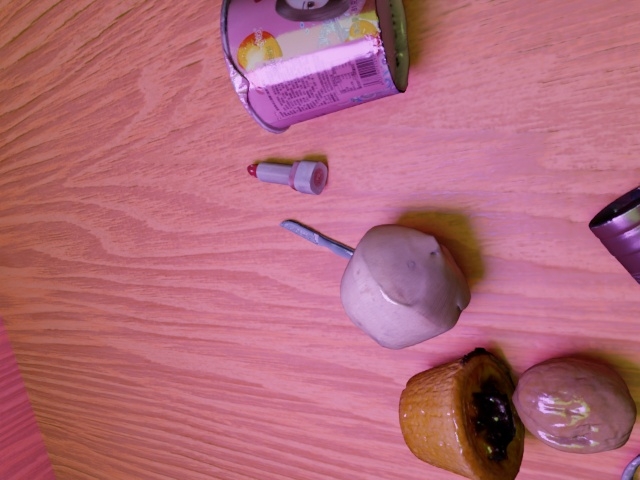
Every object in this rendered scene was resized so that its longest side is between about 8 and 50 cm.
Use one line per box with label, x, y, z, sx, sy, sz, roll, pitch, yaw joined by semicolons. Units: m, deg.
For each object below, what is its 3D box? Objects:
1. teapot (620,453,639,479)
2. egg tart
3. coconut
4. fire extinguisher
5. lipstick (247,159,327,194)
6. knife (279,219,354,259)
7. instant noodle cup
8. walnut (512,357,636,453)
teapot;0.559;0.431;0.584;0.270;0.200;0.337;48;127;41
egg tart;0.239;0.298;0.719;0.170;0.215;0.215;-23;92;43
coconut;0.142;0.073;0.708;0.224;0.224;0.224;9;108;28
fire extinguisher;0.508;0.090;0.565;0.344;0.102;0.138;52;155;7
lipstick;-0.078;-0.136;0.863;0.186;0.057;0.063;13;82;33
knife;0.000;0.000;0.876;0.210;0.015;0.028;27;122;22
instant noodle cup;0.005;-0.308;0.663;0.231;0.243;0.243;-4;102;25
walnut;0.387;0.250;0.652;0.166;0.149;0.167;11;140;10
